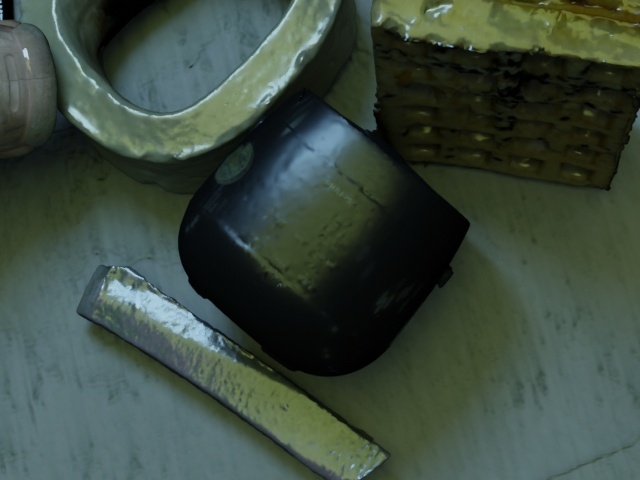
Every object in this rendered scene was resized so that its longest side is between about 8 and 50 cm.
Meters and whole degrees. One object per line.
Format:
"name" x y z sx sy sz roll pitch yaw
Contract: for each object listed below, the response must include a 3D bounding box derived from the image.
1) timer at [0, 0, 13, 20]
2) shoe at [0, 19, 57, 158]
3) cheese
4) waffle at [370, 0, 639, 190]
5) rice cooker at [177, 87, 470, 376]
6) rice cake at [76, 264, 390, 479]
"timer" -0.419 -0.263 1.481 0.144 0.055 0.187 -7 77 3
"shoe" -0.444 -0.144 1.326 0.351 0.198 0.172 -12 87 35
"cheese" -0.133 -0.226 1.394 0.332 0.153 0.292 -39 77 -4
"waffle" 0.180 -0.153 1.236 0.261 0.376 0.114 12 78 6
"rice cooker" 0.000 0.000 1.284 0.267 0.267 0.224 39 93 12
"rice cake" -0.091 0.138 1.356 0.365 0.056 0.072 32 82 11
